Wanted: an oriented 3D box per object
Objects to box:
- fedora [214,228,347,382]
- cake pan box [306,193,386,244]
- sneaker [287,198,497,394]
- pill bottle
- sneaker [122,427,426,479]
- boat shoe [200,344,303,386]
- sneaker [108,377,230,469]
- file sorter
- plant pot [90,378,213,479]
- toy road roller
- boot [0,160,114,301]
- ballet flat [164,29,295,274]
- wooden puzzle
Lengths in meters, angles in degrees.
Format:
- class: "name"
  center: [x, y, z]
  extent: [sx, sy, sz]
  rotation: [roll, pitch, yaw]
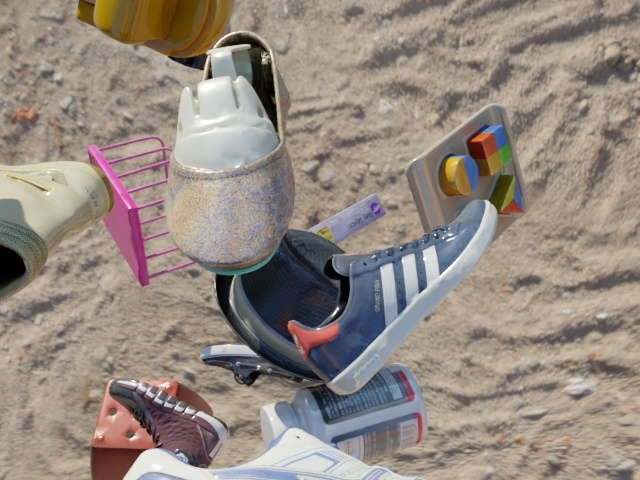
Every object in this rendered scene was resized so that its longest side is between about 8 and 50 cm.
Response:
- class: "fedora"
  center: [-0.023, 0.094, 1.291]
  extent: [0.334, 0.334, 0.152]
  rotation: [46, 125, 21]
- class: "cake pan box"
  center: [0.000, 0.000, 1.758]
  extent: [0.245, 0.267, 0.070]
  rotation: [-28, 86, -41]
- class: "sneaker"
  center: [0.098, 0.042, 0.982]
  extent: [0.148, 0.131, 0.350]
  rotation: [44, 75, 1]
- class: "pill bottle"
  center: [0.040, 0.338, 1.317]
  extent: [0.283, 0.161, 0.161]
  rotation: [-11, 69, -18]
- class: "sneaker"
  center: [0.021, 0.169, 0.443]
  extent: [0.112, 0.296, 0.131]
  rotation: [-67, 32, 29]
- class: "boat shoe"
  center: [-0.136, 0.255, 1.420]
  extent: [0.228, 0.080, 0.076]
  rotation: [2, 71, 10]
- class: "sneaker"
  center: [-0.342, 0.401, 1.458]
  extent: [0.281, 0.106, 0.162]
  rotation: [21, 60, 10]
- class: "file sorter"
  center: [-0.375, -0.082, 1.582]
  extent: [0.182, 0.202, 0.291]
  rotation: [-19, 41, -24]
- class: "plant pot"
  center: [-0.438, 0.486, 1.780]
  extent: [0.267, 0.236, 0.267]
  rotation: [1, 51, 4]
- class: "toy road roller"
  center: [-0.292, -0.409, 1.122]
  extent: [0.329, 0.240, 0.203]
  rotation: [27, 112, 16]
- class: "boot"
  center: [-0.362, -0.004, 0.701]
  extent: [0.262, 0.203, 0.095]
  rotation: [-3, 115, 8]
- class: "ballet flat"
  center: [-0.078, -0.098, 0.597]
  extent: [0.107, 0.106, 0.316]
  rotation: [-7, 34, 0]
- class: "wooden puzzle"
  center: [0.380, -0.119, 1.704]
  extent: [0.348, 0.322, 0.080]
  rotation: [-35, 27, -29]
